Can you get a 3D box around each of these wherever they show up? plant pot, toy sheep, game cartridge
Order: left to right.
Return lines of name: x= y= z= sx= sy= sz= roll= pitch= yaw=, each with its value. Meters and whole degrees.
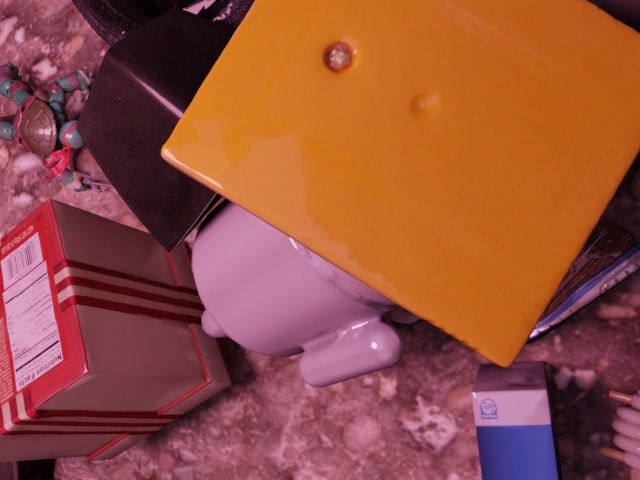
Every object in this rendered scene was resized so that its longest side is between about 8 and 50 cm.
plant pot: x=-0.147 y=-0.134 z=0.661 sx=0.167 sy=0.187 sz=0.188 roll=39 pitch=135 yaw=-7
game cartridge: x=0.081 y=-0.102 z=0.492 sx=0.323 sy=0.053 sz=0.285 roll=32 pitch=88 yaw=2
toy sheep: x=0.344 y=0.195 z=0.624 sx=0.091 sy=0.091 sz=0.132 roll=8 pitch=89 yaw=19

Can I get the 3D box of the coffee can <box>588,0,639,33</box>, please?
coffee can: x=0.182 y=-0.250 z=0.610 sx=0.275 sy=0.201 sz=0.202 roll=-7 pitch=89 yaw=20

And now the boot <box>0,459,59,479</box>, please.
boot: x=-0.520 y=0.343 z=0.932 sx=0.228 sy=0.091 sz=0.263 roll=-3 pitch=92 yaw=19

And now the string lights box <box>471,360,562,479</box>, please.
string lights box: x=0.219 y=0.272 z=0.642 sx=0.076 sy=0.133 sz=0.260 roll=-7 pitch=88 yaw=19

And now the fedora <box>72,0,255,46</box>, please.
fedora: x=-0.167 y=-0.377 z=0.756 sx=0.333 sy=0.152 sz=0.335 roll=2 pitch=97 yaw=17

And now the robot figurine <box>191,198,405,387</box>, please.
robot figurine: x=0.000 y=0.000 z=0.649 sx=0.353 sy=0.199 sz=0.300 roll=-31 pitch=68 yaw=40

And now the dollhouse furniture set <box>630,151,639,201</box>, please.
dollhouse furniture set: x=0.361 y=-0.020 z=0.550 sx=0.242 sy=0.212 sz=0.161 roll=29 pitch=102 yaw=-8

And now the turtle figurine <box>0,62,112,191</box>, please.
turtle figurine: x=-0.382 y=-0.168 z=0.864 sx=0.234 sy=0.118 sz=0.175 roll=23 pitch=99 yaw=23

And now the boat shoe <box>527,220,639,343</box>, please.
boat shoe: x=0.262 y=0.051 z=0.663 sx=0.183 sy=0.066 sz=0.066 roll=-39 pitch=69 yaw=15

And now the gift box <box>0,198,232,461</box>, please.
gift box: x=-0.278 y=0.104 z=0.761 sx=0.255 sy=0.258 sz=0.277 roll=-29 pitch=62 yaw=20

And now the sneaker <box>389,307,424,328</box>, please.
sneaker: x=0.160 y=0.026 z=0.687 sx=0.211 sy=0.080 sz=0.081 roll=-28 pitch=84 yaw=18
